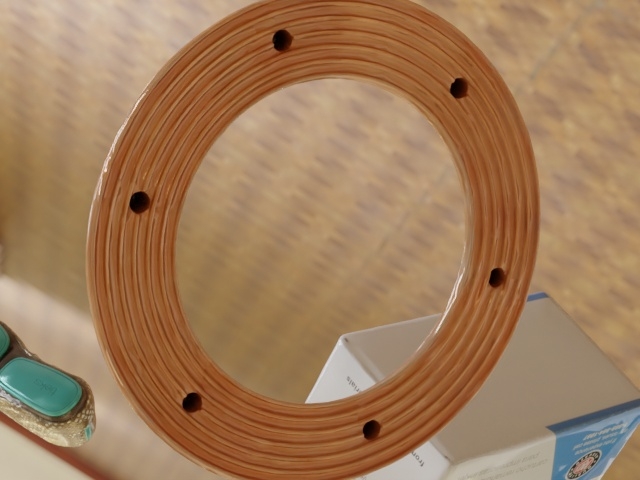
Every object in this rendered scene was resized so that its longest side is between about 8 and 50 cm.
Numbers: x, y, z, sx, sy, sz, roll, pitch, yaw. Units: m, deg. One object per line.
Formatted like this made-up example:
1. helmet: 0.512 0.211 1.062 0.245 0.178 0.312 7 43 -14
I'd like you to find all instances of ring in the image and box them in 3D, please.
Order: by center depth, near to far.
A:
1. ring: 0.000 0.000 1.210 0.336 0.337 0.032 40 170 -29

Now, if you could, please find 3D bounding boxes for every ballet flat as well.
1. ballet flat: -0.268 0.121 1.563 0.206 0.073 0.067 31 152 36

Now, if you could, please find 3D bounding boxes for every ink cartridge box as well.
1. ink cartridge box: 0.084 0.259 1.694 0.285 0.395 0.166 -10 -132 -43
